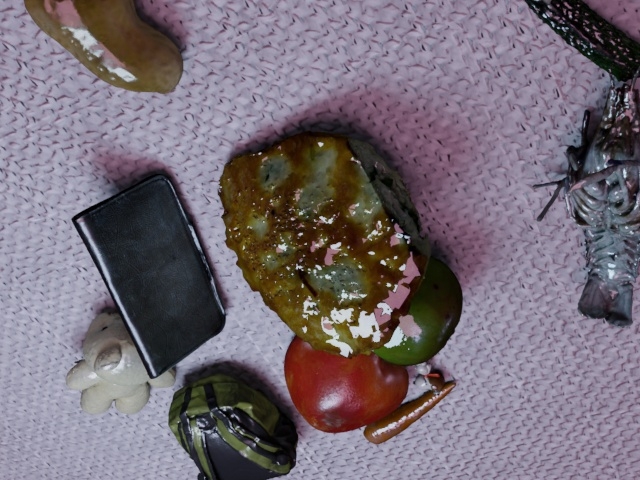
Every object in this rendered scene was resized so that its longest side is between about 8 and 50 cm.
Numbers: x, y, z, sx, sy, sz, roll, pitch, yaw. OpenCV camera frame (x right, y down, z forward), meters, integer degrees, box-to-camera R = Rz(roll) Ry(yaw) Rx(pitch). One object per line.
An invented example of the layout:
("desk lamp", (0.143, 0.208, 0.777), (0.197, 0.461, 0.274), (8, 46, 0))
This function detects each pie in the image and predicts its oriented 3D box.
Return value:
("pie", (0.000, 0.000, 1.228), (0.288, 0.103, 0.354), (-38, 80, 32))

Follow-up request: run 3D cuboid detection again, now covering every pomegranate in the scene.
("pomegranate", (0.107, 0.090, 1.312), (0.225, 0.187, 0.187), (26, 129, 12))

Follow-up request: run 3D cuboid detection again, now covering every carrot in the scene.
("carrot", (0.167, 0.317, 1.557), (0.216, 0.048, 0.048), (-36, 116, 24))

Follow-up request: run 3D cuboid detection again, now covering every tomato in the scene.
("tomato", (0.037, 0.259, 1.462), (0.200, 0.139, 0.233), (-29, 120, 33))

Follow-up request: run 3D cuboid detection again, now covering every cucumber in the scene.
("cucumber", (0.337, -0.270, 1.074), (0.187, 0.058, 0.058), (31, 124, -17))

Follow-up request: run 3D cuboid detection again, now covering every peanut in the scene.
("peanut", (-0.278, -0.279, 1.103), (0.236, 0.120, 0.110), (36, 158, -26))

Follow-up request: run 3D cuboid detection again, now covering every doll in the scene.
("doll", (-0.360, 0.224, 1.507), (0.149, 0.175, 0.278), (47, 137, 17))
("doll", (0.191, 0.236, 1.493), (0.058, 0.040, 0.085), (5, 129, 15))

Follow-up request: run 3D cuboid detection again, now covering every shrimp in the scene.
("shrimp", (0.407, -0.048, 1.185), (0.221, 0.166, 0.410), (11, 147, 26))

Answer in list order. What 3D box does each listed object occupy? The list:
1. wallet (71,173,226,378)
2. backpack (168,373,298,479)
("wallet", (-0.259, 0.055, 1.340), (0.172, 0.045, 0.318), (-34, 125, -23))
("backpack", (-0.165, 0.358, 1.558), (0.207, 0.140, 0.253), (-21, 127, 18))
